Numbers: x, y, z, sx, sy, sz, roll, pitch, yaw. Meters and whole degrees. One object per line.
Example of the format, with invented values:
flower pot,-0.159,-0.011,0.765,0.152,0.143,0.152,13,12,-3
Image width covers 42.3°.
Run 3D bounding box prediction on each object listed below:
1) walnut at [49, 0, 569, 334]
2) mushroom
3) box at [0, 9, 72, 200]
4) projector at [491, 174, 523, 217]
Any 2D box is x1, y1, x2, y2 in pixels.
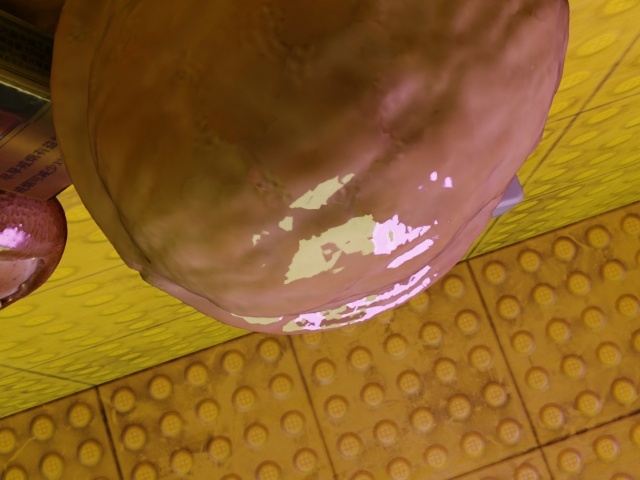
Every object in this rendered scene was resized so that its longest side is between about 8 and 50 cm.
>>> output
walnut,-0.006,-0.108,0.609,0.381,0.381,0.381,-18,167,-4
mushroom,-0.406,0.001,0.920,0.253,0.153,0.253,-17,165,-5
box,-0.287,-0.117,0.682,0.159,0.071,0.240,-24,153,33
projector,0.146,-0.098,1.229,0.257,0.192,0.099,-16,166,-15
